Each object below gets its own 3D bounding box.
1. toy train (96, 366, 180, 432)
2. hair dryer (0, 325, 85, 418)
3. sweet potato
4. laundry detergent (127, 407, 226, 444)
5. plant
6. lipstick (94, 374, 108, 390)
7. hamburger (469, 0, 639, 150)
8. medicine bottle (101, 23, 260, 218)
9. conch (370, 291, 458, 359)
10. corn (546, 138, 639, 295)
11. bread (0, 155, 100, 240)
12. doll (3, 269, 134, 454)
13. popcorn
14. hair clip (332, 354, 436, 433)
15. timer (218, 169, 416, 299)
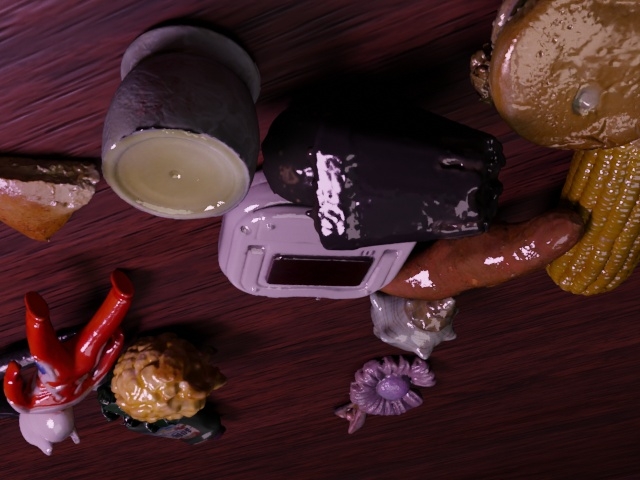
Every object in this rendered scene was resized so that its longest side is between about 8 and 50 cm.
[{"bbox_3d":[-0.328,0.286,1.270,0.071,0.111,0.170,-32,135,31],"label":"toy train"},{"bbox_3d":[-0.495,0.220,1.171,0.360,0.120,0.303,-24,152,9],"label":"hair dryer"},{"bbox_3d":[0.216,0.024,0.970,0.106,0.095,0.355,6,162,-43],"label":"sweet potato"},{"bbox_3d":[-0.289,0.382,1.448,0.144,0.078,0.222,-21,146,23],"label":"laundry detergent"},{"bbox_3d":[0.058,-0.071,0.726,0.256,0.164,0.141,16,121,27],"label":"plant"},{"bbox_3d":[-0.380,0.270,1.307,0.107,0.025,0.025,10,144,-34],"label":"lipstick"},{"bbox_3d":[0.251,-0.190,0.658,0.215,0.122,0.189,-4,139,1],"label":"hamburger"},{"bbox_3d":[-0.132,-0.114,0.676,0.147,0.143,0.147,-1,145,0],"label":"medicine bottle"},{"bbox_3d":[0.140,0.134,1.130,0.137,0.114,0.234,36,134,-29],"label":"conch"},{"bbox_3d":[0.369,-0.050,0.881,0.131,0.131,0.344,-9,145,2],"label":"corn"},{"bbox_3d":[-0.349,-0.058,0.804,0.136,0.054,0.154,26,131,-36],"label":"bread"},{"bbox_3d":[-0.396,0.202,1.069,0.188,0.099,0.384,-13,142,-42],"label":"doll"},{"bbox_3d":[-0.255,0.231,1.159,0.170,0.180,0.180,-52,139,-5],"label":"popcorn"},{"bbox_3d":[0.114,0.332,1.451,0.173,0.069,0.300,10,142,-23],"label":"hair clip"},{"bbox_3d":[0.000,-0.001,0.919,0.262,0.087,0.237,2,146,-13],"label":"timer"}]
